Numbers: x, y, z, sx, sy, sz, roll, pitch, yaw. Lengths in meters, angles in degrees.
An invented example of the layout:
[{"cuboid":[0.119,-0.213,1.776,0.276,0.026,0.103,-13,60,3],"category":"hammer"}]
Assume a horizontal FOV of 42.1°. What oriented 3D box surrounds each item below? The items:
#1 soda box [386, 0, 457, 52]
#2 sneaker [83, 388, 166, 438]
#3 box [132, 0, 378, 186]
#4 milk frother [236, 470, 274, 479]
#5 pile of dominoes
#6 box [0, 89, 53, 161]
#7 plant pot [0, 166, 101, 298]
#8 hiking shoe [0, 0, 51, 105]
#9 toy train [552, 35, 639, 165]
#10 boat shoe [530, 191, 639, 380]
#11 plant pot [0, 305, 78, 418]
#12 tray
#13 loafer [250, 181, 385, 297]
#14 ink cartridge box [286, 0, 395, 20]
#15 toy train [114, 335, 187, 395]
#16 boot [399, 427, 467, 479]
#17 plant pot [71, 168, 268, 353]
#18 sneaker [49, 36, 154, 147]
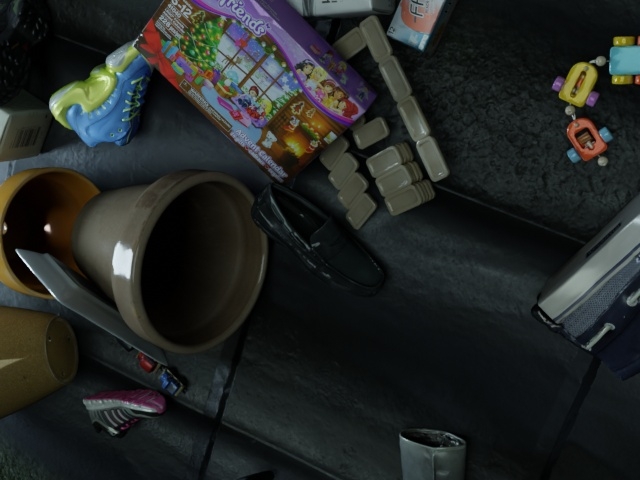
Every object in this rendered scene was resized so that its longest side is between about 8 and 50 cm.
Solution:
[{"cuboid":[0.153,-0.338,1.076,0.058,0.063,0.183,28,110,15],"category":"soda box"},{"cuboid":[-0.325,0.296,1.401,0.170,0.063,0.075,-6,98,28],"category":"sneaker"},{"cuboid":[-0.093,-0.232,1.130,0.293,0.057,0.201,43,132,-8],"category":"box"},{"cuboid":[-0.118,0.444,1.303,0.143,0.134,0.129,-39,71,22],"category":"milk frother"},{"cuboid":[0.071,-0.157,1.157,0.196,0.040,0.251,-25,89,45],"category":"pile of dominoes"},{"cuboid":[-0.587,-0.240,1.374,0.275,0.113,0.094,33,112,15],"category":"box"},{"cuboid":[-0.476,-0.017,1.338,0.188,0.205,0.205,5,103,37],"category":"plant pot"},{"cuboid":[-0.514,-0.290,1.310,0.114,0.227,0.086,0,145,33],"category":"hiking shoe"},{"cuboid":[0.364,-0.178,1.035,0.166,0.046,0.125,-39,86,27],"category":"toy train"},{"cuboid":[0.431,0.024,1.016,0.158,0.127,0.340,43,121,2],"category":"boat shoe"},{"cuboid":[-0.552,0.205,1.406,0.254,0.237,0.237,-10,97,8],"category":"plant pot"},{"cuboid":[-0.333,0.098,1.257,0.145,0.270,0.030,36,82,37],"category":"tray"},{"cuboid":[0.000,0.000,1.182,0.223,0.076,0.078,37,145,1],"category":"loafer"},{"cuboid":[-0.017,-0.379,1.121,0.219,0.092,0.160,1,102,23],"category":"ink cartridge box"},{"cuboid":[-0.282,0.200,1.377,0.158,0.036,0.027,41,113,10],"category":"toy train"},{"cuboid":[0.199,0.388,1.207,0.189,0.076,0.208,7,96,19],"category":"boot"},{"cuboid":[-0.245,0.013,1.228,0.229,0.263,0.263,15,106,36],"category":"plant pot"},{"cuboid":[-0.298,-0.226,1.285,0.240,0.091,0.126,-26,108,24],"category":"sneaker"}]
